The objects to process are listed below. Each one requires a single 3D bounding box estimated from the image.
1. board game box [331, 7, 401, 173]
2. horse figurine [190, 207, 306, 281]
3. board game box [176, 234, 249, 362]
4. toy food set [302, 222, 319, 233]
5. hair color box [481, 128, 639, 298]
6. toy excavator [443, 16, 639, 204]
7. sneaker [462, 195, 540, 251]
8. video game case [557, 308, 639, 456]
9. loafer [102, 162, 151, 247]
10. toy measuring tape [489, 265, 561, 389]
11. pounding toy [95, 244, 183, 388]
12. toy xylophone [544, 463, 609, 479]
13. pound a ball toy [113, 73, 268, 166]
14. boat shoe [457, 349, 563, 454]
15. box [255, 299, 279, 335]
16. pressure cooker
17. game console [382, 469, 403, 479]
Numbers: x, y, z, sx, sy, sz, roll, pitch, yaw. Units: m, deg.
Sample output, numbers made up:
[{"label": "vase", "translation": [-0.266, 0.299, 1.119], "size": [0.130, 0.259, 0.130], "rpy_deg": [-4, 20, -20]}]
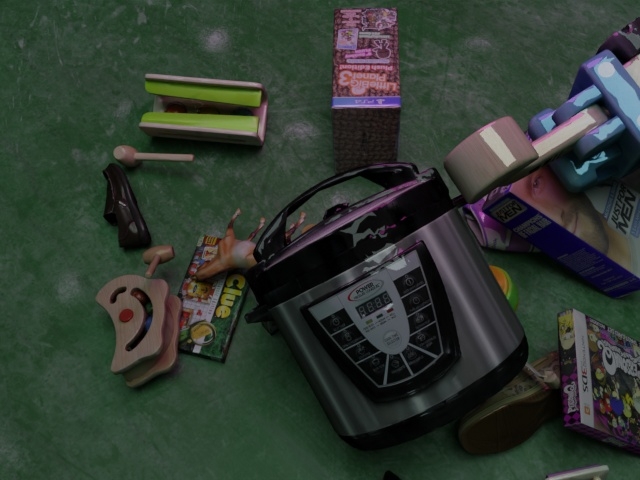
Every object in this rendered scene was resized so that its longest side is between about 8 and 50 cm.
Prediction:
[{"label": "board game box", "translation": [0.101, -0.330, 1.593], "size": [0.141, 0.232, 0.291], "rpy_deg": [0, 59, 3]}, {"label": "horse figurine", "translation": [-0.125, 0.015, 1.415], "size": [0.263, 0.066, 0.174], "rpy_deg": [7, 51, 33]}, {"label": "board game box", "translation": [-0.221, 0.113, 1.461], "size": [0.136, 0.030, 0.259], "rpy_deg": [12, 61, 7]}, {"label": "toy food set", "translation": [0.000, 0.000, 1.523], "size": [0.083, 0.020, 0.082], "rpy_deg": [0, 60, 2]}, {"label": "hair color box", "translation": [0.507, -0.056, 1.418], "size": [0.339, 0.110, 0.185], "rpy_deg": [31, 63, -6]}, {"label": "toy excavator", "translation": [0.435, -0.174, 1.231], "size": [0.445, 0.433, 0.222], "rpy_deg": [-33, 76, 6]}, {"label": "sneaker", "translation": [0.385, -0.109, 1.530], "size": [0.161, 0.102, 0.282], "rpy_deg": [2, 59, 7]}, {"label": "video game case", "translation": [0.514, 0.255, 1.268], "size": [0.232, 0.042, 0.210], "rpy_deg": [25, 55, -26]}, {"label": "loafer", "translation": [-0.437, -0.076, 1.548], "size": [0.078, 0.080, 0.220], "rpy_deg": [-23, 61, -12]}, {"label": "toy measuring tape", "translation": [0.353, 0.136, 1.342], "size": [0.121, 0.121, 0.330], "rpy_deg": [-29, 40, -14]}, {"label": "pounding toy", "translation": [-0.364, 0.128, 1.367], "size": [0.154, 0.155, 0.269], "rpy_deg": [-10, 53, 10]}, {"label": "toy xylophone", "translation": [0.433, 0.541, 1.153], "size": [0.236, 0.081, 0.322], "rpy_deg": [-18, 60, -8]}, {"label": "pound a ball toy", "translation": [-0.291, -0.257, 1.642], "size": [0.319, 0.136, 0.208], "rpy_deg": [5, 85, 5]}, {"label": "boat shoe", "translation": [0.361, 0.292, 1.303], "size": [0.285, 0.104, 0.089], "rpy_deg": [-22, 28, -17]}, {"label": "box", "translation": [-0.030, 0.095, 1.414], "size": [0.207, 0.114, 0.036], "rpy_deg": [-35, 64, -18]}, {"label": "pressure cooker", "translation": [0.095, 0.090, 1.204], "size": [0.370, 0.375, 0.420], "rpy_deg": [-27, 88, -41]}, {"label": "game console", "translation": [0.152, 0.477, 1.198], "size": [0.124, 0.085, 0.144], "rpy_deg": [12, 61, 10]}]
